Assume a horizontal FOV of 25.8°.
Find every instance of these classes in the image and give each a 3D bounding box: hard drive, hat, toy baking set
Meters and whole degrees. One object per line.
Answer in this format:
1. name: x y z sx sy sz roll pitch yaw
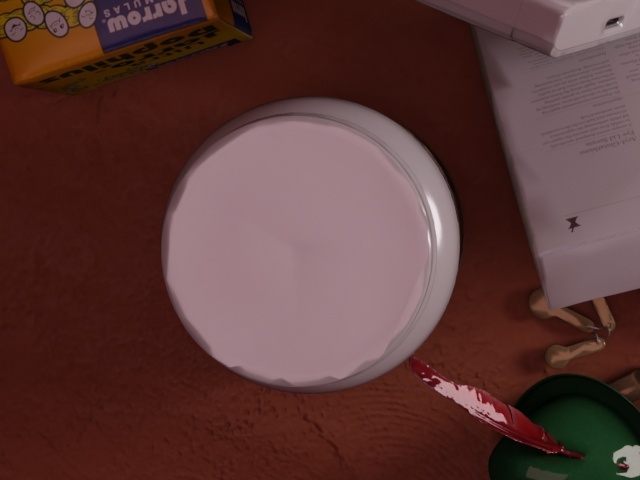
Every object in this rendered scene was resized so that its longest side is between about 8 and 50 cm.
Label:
1. hard drive: 0.090 -0.248 1.168 0.353 0.233 0.047 28 117 24
2. hat: 0.174 0.210 1.213 0.208 0.183 0.173 41 122 31
3. toy baking set: 0.287 0.127 1.319 0.197 0.030 0.256 7 91 11

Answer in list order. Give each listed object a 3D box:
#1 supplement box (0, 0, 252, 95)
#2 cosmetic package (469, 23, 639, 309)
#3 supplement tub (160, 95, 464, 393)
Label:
1. supplement box: -0.215 -0.331 1.268 0.194 0.195 0.356 -17 91 7
2. cosmetic package: 0.340 -0.122 1.191 0.377 0.097 0.284 -14 51 8
3. supplement tub: 0.000 0.000 1.191 0.241 0.331 0.241 0 93 6
